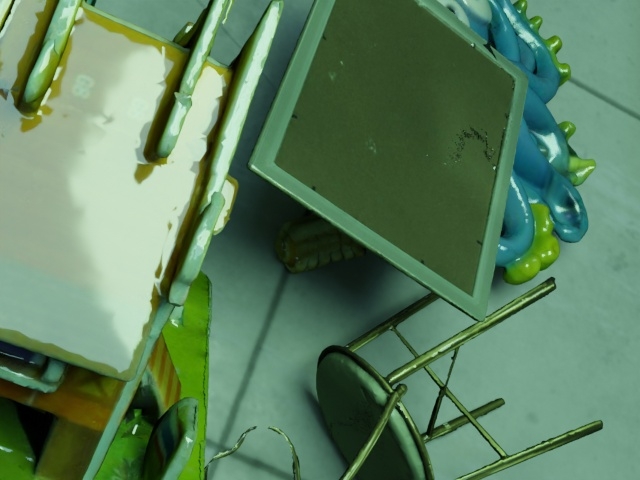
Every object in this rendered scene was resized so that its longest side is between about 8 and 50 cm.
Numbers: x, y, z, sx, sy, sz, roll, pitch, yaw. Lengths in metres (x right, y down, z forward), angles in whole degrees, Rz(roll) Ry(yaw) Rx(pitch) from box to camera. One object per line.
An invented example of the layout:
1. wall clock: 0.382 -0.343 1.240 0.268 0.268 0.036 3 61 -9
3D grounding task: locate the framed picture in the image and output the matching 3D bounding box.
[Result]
1. framed picture: 0.066 -0.095 0.805 0.216 0.016 0.273 34 51 -19

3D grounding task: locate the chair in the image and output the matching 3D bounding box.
1. chair: 0.047 0.146 0.793 0.325 0.170 0.160 -26 103 -26

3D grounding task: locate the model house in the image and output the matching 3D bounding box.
1. model house: -0.123 -0.050 0.655 0.242 0.313 0.358 24 23 -14

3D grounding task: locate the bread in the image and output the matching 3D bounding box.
1. bread: 0.000 0.000 0.903 0.088 0.033 0.049 -18 94 -22

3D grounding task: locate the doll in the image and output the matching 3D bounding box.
1. doll: 0.138 -0.136 0.948 0.341 0.099 0.346 47 52 -5
